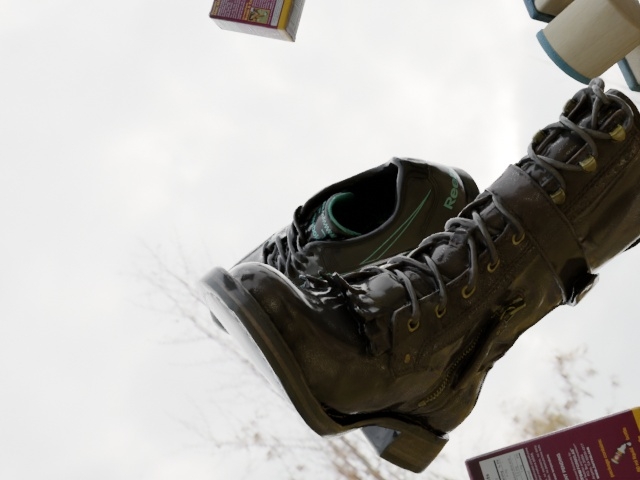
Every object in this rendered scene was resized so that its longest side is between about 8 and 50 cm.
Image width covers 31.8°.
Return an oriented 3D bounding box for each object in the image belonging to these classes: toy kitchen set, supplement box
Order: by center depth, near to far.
[{"bbox_3d":[0.208,-0.203,0.883,0.166,0.207,0.122,3,-30,-36],"label":"toy kitchen set"},{"bbox_3d":[-0.062,-0.236,1.128,0.043,0.083,0.055,33,-108,-73],"label":"supplement box"},{"bbox_3d":[0.255,0.240,1.175,0.188,0.081,0.104,-20,-15,9],"label":"supplement box"}]

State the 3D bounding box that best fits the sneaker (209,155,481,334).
[{"bbox_3d":[0.000,0.000,0.938,0.267,0.101,0.106,-30,-29,24],"label":"sneaker"}]

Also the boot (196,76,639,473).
[{"bbox_3d":[0.075,0.003,0.590,0.229,0.091,0.263,-46,-33,4],"label":"boot"}]
